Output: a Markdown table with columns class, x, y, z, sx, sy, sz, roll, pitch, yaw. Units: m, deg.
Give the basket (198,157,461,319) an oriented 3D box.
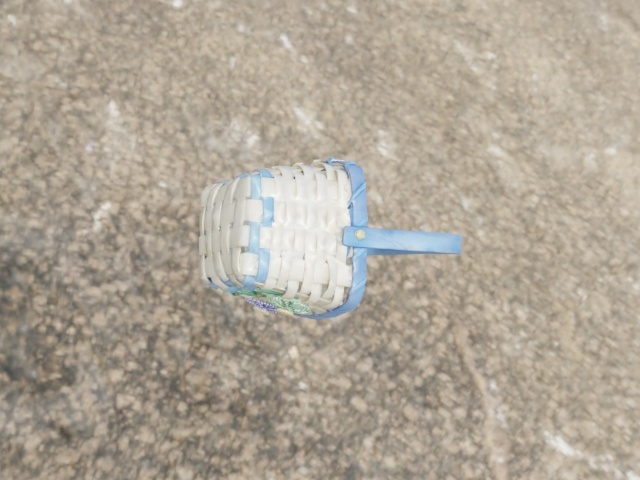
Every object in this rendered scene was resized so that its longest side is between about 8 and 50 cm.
| class | x | y | z | sx | sy | sz | roll | pitch | yaw |
| --- | --- | --- | --- | --- | --- | --- | --- | --- | --- |
| basket | 0.000 | 0.000 | 1.100 | 0.289 | 0.255 | 0.201 | -1 | 87 | -24 |
